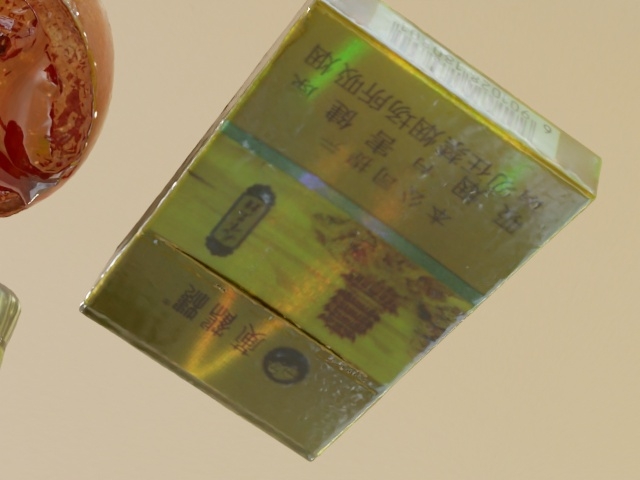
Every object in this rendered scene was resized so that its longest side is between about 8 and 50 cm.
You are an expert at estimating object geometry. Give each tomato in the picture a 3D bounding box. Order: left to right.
[{"bbox_3d":[-0.245,-0.138,0.995,0.233,0.139,0.200,30,-63,-8],"label":"tomato"}]

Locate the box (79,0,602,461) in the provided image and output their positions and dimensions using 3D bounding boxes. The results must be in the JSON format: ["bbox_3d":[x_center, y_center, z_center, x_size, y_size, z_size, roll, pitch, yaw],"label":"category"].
[{"bbox_3d":[0.000,0.000,0.570,0.121,0.030,0.193,34,-51,-9],"label":"box"}]

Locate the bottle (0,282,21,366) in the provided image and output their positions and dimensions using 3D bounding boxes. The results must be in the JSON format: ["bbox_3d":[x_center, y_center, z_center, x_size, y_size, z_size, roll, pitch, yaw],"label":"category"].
[{"bbox_3d":[-0.243,0.136,0.804,0.112,0.112,0.260,16,-112,9],"label":"bottle"}]
